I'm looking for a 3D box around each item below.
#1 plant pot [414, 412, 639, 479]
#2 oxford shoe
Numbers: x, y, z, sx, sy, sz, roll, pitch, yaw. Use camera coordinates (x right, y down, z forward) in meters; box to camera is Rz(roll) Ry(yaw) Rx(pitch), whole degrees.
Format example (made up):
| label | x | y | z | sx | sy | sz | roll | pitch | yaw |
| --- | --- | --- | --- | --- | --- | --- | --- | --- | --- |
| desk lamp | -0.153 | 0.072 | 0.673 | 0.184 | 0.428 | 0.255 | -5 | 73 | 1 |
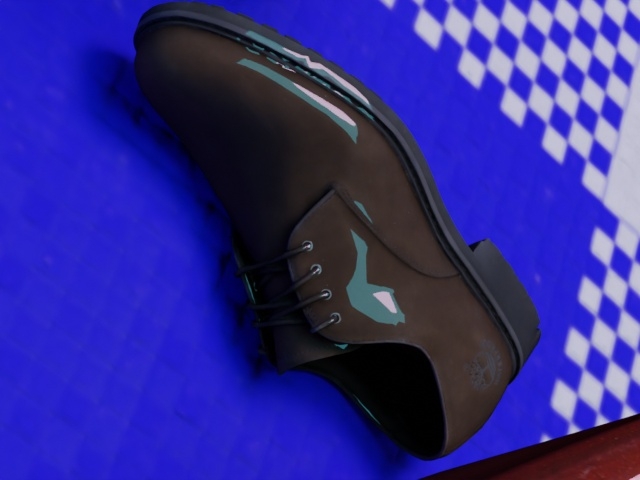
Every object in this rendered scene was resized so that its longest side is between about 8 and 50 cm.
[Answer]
| label | x | y | z | sx | sy | sz | roll | pitch | yaw |
| --- | --- | --- | --- | --- | --- | --- | --- | --- | --- |
| plant pot | 0.053 | 0.201 | 0.629 | 0.235 | 0.267 | 0.267 | -6 | 77 | -32 |
| oxford shoe | 0.000 | 0.000 | 0.766 | 0.227 | 0.083 | 0.096 | 47 | 52 | -18 |
